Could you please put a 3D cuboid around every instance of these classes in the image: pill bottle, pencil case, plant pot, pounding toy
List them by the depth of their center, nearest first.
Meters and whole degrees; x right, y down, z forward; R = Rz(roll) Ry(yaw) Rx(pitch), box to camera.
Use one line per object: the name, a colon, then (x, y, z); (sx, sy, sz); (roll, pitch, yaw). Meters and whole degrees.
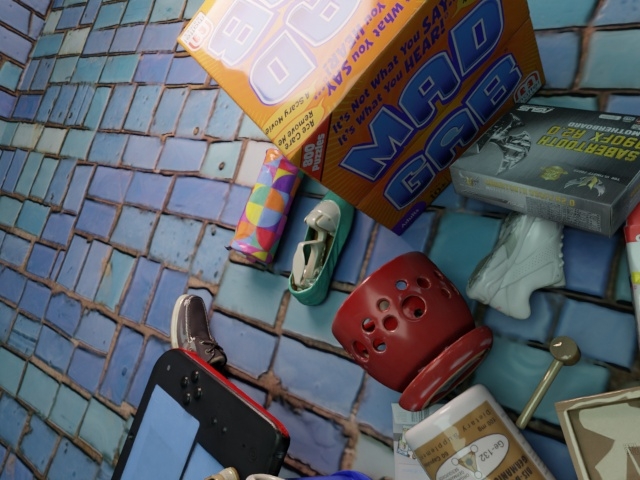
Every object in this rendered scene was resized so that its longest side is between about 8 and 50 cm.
pill bottle: (0.222, 0.310, 0.593); (0.131, 0.131, 0.229); (-42, 66, 15)
pounding toy: (0.352, 0.229, 0.605); (0.181, 0.094, 0.206); (-25, 54, 29)
plant pot: (0.139, 0.139, 0.702); (0.191, 0.191, 0.174); (-48, 59, 11)
pencil case: (-0.107, -0.068, 0.975); (0.104, 0.104, 0.236); (21, 87, 35)

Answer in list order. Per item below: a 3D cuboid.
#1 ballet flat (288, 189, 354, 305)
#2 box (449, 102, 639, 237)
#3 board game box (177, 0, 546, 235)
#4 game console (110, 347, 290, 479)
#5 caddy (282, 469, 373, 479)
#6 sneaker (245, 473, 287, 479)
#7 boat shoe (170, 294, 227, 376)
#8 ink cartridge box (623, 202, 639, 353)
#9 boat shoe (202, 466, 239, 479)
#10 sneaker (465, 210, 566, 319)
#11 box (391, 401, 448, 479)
ballet flat: (0.000, 0.000, 0.892); (0.083, 0.087, 0.247); (11, 82, 34)
box: (0.330, -0.112, 0.665); (0.183, 0.056, 0.231); (-41, 40, -20)
board game box: (0.072, -0.289, 0.770); (0.356, 0.356, 0.356); (-48, 57, 11)
game console: (-0.232, 0.411, 0.800); (0.342, 0.060, 0.386); (21, 91, 44)
caddy: (0.000, 0.514, 0.688); (0.241, 0.179, 0.341); (9, 81, 56)
sneaker: (-0.035, 0.384, 0.547); (0.292, 0.108, 0.169); (5, 80, 58)
boat shoe: (-0.236, 0.245, 0.964); (0.092, 0.103, 0.285); (-15, 72, 23)
ink cartridge box: (0.463, 0.047, 0.591); (0.134, 0.078, 0.231); (-7, 72, 30)
boat shoe: (-0.179, 0.387, 0.712); (0.135, 0.045, 0.050); (-48, 55, 16)
sneaker: (0.318, 0.016, 0.702); (0.115, 0.090, 0.232); (35, 85, 5)
box: (0.182, 0.339, 0.706); (0.145, 0.038, 0.186); (-11, 70, 29)
